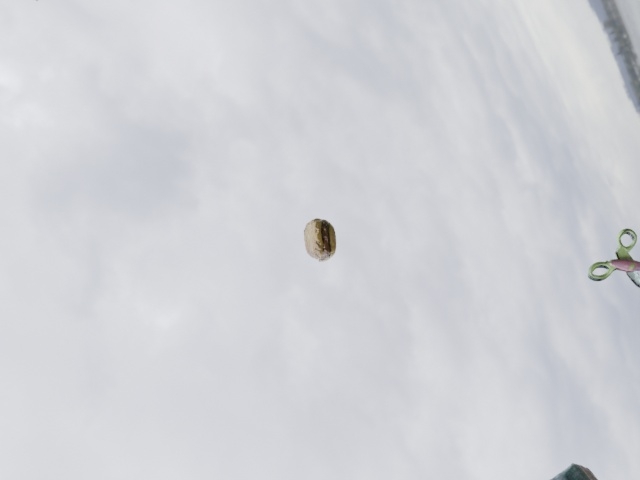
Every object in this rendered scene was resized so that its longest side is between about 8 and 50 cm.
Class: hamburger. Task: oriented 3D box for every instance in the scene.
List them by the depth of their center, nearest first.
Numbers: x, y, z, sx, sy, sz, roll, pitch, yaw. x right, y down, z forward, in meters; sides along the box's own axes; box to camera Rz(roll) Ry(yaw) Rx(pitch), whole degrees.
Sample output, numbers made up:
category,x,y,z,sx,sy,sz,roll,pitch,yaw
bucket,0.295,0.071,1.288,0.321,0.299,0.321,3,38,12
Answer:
category,x,y,z,sx,sy,sz,roll,pitch,yaw
hamburger,0.000,0.000,1.042,0.044,0.083,0.076,-1,-90,-21

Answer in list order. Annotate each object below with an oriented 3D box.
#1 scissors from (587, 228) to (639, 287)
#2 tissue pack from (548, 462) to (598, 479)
category,x,y,z,sx,sy,sz,roll,pitch,yaw
scissors,0.672,0.054,1.320,0.187,0.134,0.020,23,-159,-31
tissue pack,0.393,0.524,0.873,0.103,0.228,0.316,30,-159,-42
